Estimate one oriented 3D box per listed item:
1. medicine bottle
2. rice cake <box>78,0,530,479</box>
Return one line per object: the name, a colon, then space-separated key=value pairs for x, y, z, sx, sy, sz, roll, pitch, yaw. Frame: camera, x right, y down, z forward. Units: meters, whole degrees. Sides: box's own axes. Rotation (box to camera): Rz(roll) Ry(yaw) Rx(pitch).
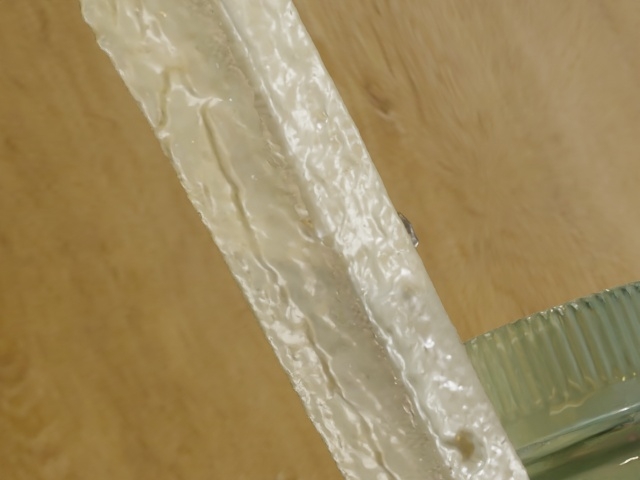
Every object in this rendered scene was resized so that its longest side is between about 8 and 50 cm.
medicine bottle: x=0.145 y=0.187 z=0.829 sx=0.158 sy=0.158 sz=0.318 roll=-23 pitch=79 yaw=5
rice cake: x=0.000 y=0.000 z=0.577 sx=0.052 sy=0.057 sz=0.256 roll=-23 pitch=117 yaw=8
